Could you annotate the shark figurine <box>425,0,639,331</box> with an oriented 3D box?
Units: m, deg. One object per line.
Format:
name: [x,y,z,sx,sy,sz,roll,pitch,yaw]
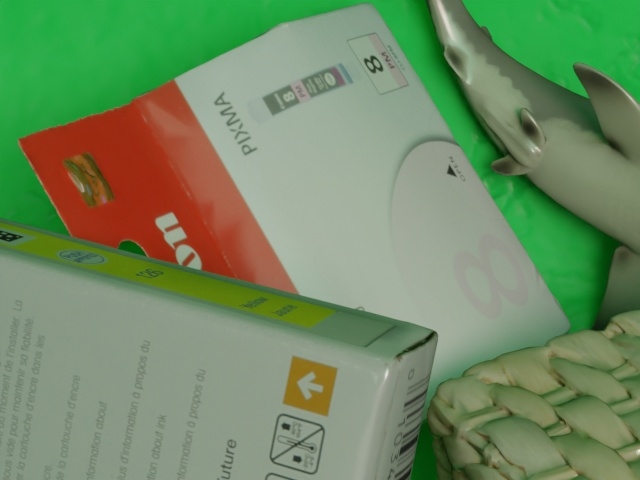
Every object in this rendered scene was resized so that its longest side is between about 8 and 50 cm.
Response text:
shark figurine: [0.137,-0.069,0.966,0.278,0.166,0.116,42,47,16]

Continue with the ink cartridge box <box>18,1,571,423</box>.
ink cartridge box: [0.000,0.000,0.860,0.189,0.066,0.232,59,29,4]

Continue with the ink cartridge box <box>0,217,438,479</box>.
ink cartridge box: [-0.129,0.146,0.777,0.307,0.072,0.304,15,104,21]

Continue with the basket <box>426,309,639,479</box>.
basket: [0.255,0.168,0.768,0.328,0.331,0.266,-20,112,-14]
